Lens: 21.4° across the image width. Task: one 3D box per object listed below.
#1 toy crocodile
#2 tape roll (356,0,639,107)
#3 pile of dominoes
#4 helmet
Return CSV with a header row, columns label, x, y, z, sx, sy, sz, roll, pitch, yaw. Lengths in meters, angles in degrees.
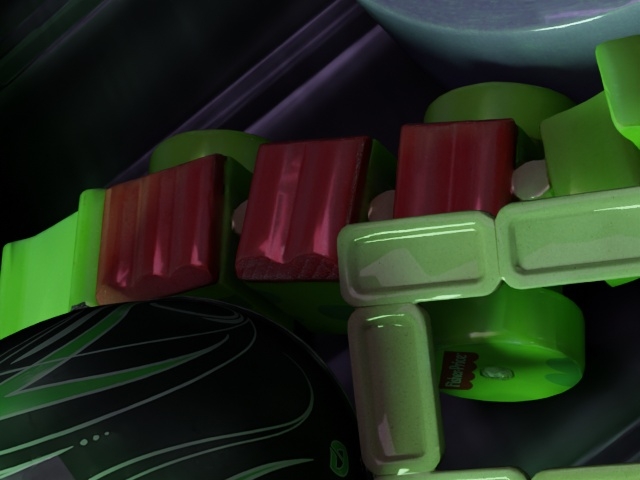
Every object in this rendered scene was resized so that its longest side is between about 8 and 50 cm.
label,x,y,z,sx,sy,sz,roll,pitch,yaw
toy crocodile,0.000,0.000,0.668,0.340,0.105,0.115,-9,62,30
tape roll,0.123,-0.185,0.694,0.275,0.090,0.275,-15,60,27
pile of dominoes,0.136,0.078,0.554,0.251,0.040,0.196,-6,88,23
helmet,-0.074,0.102,0.594,0.169,0.161,0.169,10,113,25
